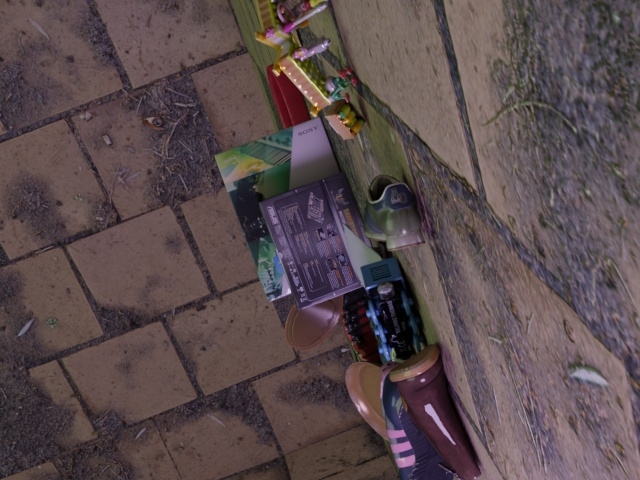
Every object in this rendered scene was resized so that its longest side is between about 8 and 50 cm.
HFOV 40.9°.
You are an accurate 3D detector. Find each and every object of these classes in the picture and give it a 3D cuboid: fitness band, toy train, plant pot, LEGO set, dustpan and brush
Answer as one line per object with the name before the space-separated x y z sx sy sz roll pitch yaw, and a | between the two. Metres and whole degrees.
fitness band | -0.056 -0.288 2.056 0.209 0.054 0.291 -122 11 -61
toy train | 0.120 0.119 1.426 0.105 0.080 0.184 -101 -7 -47
plant pot | 0.151 0.350 1.847 0.236 0.032 0.236 33 142 30
LEGO set | -0.003 -0.275 1.142 0.132 0.107 0.287 -28 -86 -58
dustpan and brush | 0.110 0.072 1.548 0.147 0.060 0.211 44 151 52

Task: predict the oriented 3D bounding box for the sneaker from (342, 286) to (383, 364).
sneaker | 0.111 0.223 1.956 0.135 0.097 0.276 -171 59 -84

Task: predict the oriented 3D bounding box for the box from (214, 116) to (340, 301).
box | -0.054 -0.064 1.754 0.058 0.232 0.322 173 76 -87

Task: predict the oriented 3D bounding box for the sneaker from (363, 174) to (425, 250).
sneaker | 0.089 -0.043 1.094 0.192 0.064 0.086 -131 28 -80

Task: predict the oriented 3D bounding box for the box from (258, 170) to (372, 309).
box | 0.000 0.000 1.702 0.056 0.183 0.231 179 70 -85

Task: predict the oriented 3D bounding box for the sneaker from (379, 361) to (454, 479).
sneaker | 0.175 0.357 1.598 0.131 0.112 0.319 -130 25 -51

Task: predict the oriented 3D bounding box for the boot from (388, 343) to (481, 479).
boot | 0.193 0.273 1.329 0.207 0.090 0.248 57 173 12

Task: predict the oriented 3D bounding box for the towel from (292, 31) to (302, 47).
towel | -0.065 -0.413 1.694 0.237 0.021 0.102 -118 3 -60

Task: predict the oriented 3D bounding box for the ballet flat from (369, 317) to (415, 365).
ballet flat | 0.142 0.197 1.653 0.070 0.070 0.188 74 171 -51

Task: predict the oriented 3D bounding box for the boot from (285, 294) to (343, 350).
boot | 0.002 0.091 1.931 0.220 0.109 0.284 -88 14 -76
